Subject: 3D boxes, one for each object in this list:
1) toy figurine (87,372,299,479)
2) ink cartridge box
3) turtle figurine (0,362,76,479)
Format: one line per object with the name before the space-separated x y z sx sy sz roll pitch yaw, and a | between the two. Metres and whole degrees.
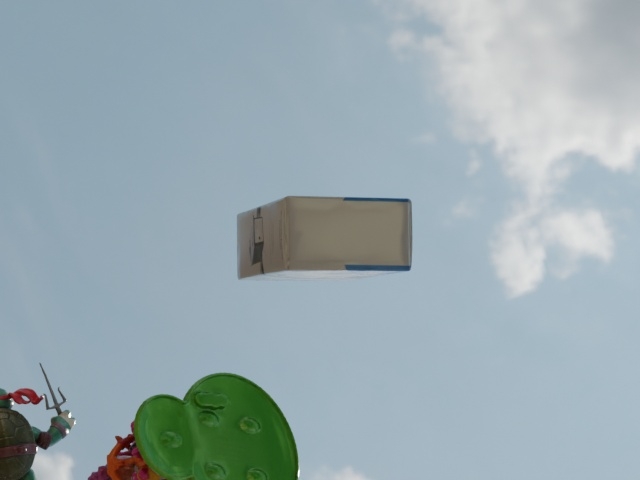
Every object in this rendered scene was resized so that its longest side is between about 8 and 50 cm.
toy figurine | -0.134 0.196 1.232 0.159 0.173 0.130 -30 -121 37
ink cartridge box | 0.000 0.000 1.564 0.190 0.139 0.082 162 -72 -71
turtle figurine | -0.413 0.281 1.920 0.118 0.175 0.234 75 6 -80
